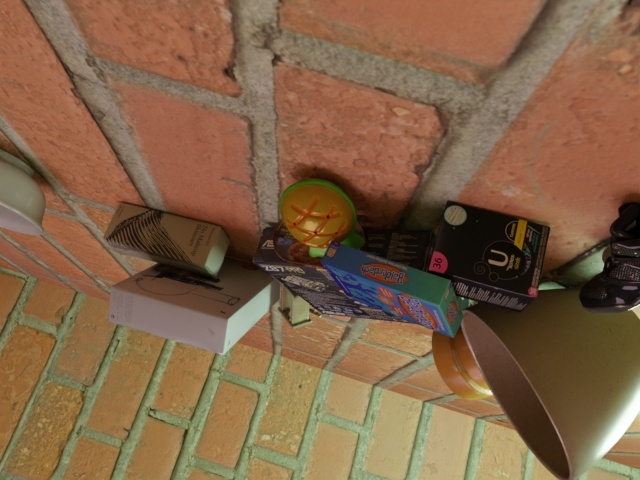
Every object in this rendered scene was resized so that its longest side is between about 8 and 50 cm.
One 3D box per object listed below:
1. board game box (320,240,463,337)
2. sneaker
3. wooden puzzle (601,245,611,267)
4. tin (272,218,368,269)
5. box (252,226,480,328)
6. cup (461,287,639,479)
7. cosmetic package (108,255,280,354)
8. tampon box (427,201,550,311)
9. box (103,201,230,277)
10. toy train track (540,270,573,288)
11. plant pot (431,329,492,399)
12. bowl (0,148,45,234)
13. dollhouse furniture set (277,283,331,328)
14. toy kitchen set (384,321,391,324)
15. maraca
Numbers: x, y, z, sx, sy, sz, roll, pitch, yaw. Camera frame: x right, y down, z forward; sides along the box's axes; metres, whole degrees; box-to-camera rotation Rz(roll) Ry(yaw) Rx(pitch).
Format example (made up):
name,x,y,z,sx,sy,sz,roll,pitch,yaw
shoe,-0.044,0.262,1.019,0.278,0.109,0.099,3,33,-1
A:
name,x,y,z,sx,sy,sz,roll,pitch,yaw
board game box,0.121,0.082,0.940,0.210,0.047,0.160,18,161,29
sneaker,0.414,0.021,0.769,0.130,0.087,0.227,34,150,-2
wooden puzzle,0.572,0.054,0.814,0.239,0.044,0.221,25,160,-18
tin,0.000,0.000,1.074,0.190,0.106,0.040,9,171,26
box,0.101,0.084,1.214,0.395,0.097,0.318,1,156,34
cup,0.436,0.214,1.008,0.237,0.331,0.331,-28,155,-2
cosmetic package,-0.284,0.131,1.397,0.284,0.097,0.377,16,-164,11
tampon box,0.258,0.028,0.898,0.161,0.120,0.101,14,161,11
box,-0.370,-0.002,1.380,0.275,0.113,0.094,12,159,12
toy train track,0.430,0.070,1.028,0.083,0.014,0.048,24,153,-33
plant pot,0.387,0.236,1.267,0.205,0.205,0.188,28,143,-26
bowl,-0.775,-0.134,1.337,0.298,0.134,0.298,15,160,6
dollhouse furniture set,-0.023,0.111,1.489,0.101,0.161,0.182,45,140,46
toy kitchen set,0.203,0.161,1.391,0.075,0.083,0.068,15,119,7
maraca,0.004,-0.031,0.967,0.127,0.099,0.185,-11,131,22
